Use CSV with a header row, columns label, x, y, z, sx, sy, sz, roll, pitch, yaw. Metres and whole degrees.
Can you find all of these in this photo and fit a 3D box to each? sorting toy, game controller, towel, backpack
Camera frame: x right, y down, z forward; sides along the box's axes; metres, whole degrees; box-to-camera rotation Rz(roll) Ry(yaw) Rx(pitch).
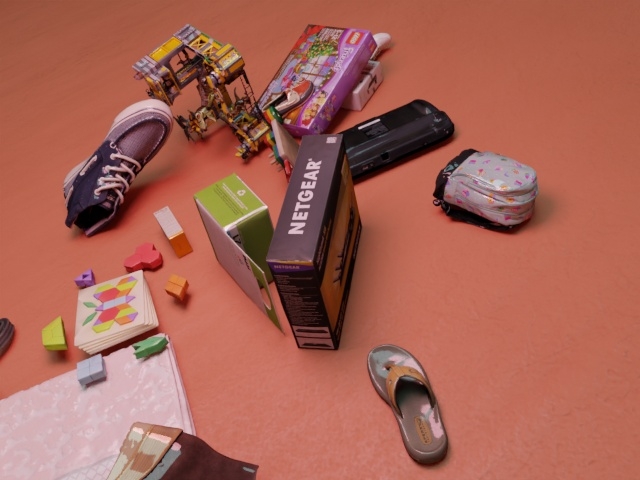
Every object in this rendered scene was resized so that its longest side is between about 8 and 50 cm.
label,x,y,z,sx,sy,sz,roll,pitch,yaw
sorting toy,-0.067,-0.171,1.493,0.046,0.132,0.274,-33,42,15
game controller,0.135,-0.226,1.544,0.319,0.067,0.166,-24,32,-9
towel,-0.379,0.332,1.146,0.331,0.053,0.317,-22,46,-7
backpack,0.327,-0.101,1.330,0.182,0.115,0.152,30,58,32

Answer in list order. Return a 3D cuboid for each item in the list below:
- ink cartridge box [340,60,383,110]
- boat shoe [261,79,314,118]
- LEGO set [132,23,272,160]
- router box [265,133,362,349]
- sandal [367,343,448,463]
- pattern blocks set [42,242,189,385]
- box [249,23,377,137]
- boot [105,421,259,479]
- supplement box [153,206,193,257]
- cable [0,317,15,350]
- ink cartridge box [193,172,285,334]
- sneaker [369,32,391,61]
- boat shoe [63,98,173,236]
label,x,y,z,sx,sy,sz,roll,pitch,yaw
ink cartridge box,0.082,-0.388,1.701,0.099,0.056,0.135,14,53,26
boat shoe,-0.074,-0.326,1.581,0.137,0.043,0.049,-38,48,4
LEGO set,-0.271,-0.305,1.545,0.192,0.331,0.255,-43,65,-14
router box,0.000,0.000,1.228,0.081,0.243,0.309,0,48,15
sandal,0.136,0.246,1.088,0.090,0.060,0.219,-17,46,-2
pattern blocks set,-0.393,0.129,1.315,0.285,0.026,0.325,-28,38,-16
box,-0.018,-0.385,1.653,0.201,0.057,0.293,20,73,37
boot,-0.223,0.405,0.993,0.206,0.090,0.248,23,76,0
supplement box,-0.310,-0.018,1.449,0.036,0.062,0.098,-29,48,-13
cable,-0.641,0.265,1.274,0.139,0.072,0.287,-32,26,10
ink cartridge box,-0.117,0.024,1.274,0.097,0.189,0.255,-32,50,-18
sneaker,0.126,-0.485,1.792,0.152,0.054,0.061,-32,57,-8
boat shoe,-0.438,-0.148,1.502,0.340,0.127,0.158,-40,45,26
